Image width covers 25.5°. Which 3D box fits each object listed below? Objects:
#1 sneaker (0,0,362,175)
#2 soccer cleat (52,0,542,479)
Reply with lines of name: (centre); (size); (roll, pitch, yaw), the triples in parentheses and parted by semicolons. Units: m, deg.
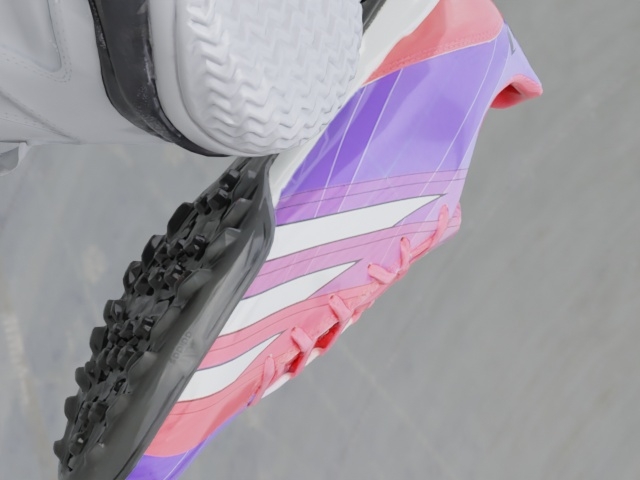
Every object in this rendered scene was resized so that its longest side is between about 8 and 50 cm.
sneaker: (-0.140, -0.184, 0.504); (0.137, 0.210, 0.366); (-45, 118, -50)
soccer cleat: (0.000, 0.000, 0.642); (0.116, 0.108, 0.318); (41, 63, -19)
